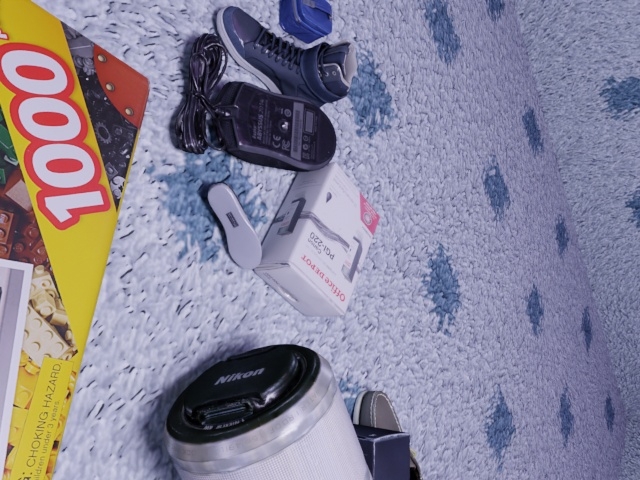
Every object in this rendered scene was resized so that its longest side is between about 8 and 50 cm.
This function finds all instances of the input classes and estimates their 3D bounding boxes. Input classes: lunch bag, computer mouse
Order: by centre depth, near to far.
[{"bbox_3d":[-0.097,-0.187,0.785,0.273,0.072,0.188,15,75,-34],"label":"computer mouse"},{"bbox_3d":[-0.019,-0.408,0.900,0.099,0.065,0.067,5,81,-48],"label":"lunch bag"}]

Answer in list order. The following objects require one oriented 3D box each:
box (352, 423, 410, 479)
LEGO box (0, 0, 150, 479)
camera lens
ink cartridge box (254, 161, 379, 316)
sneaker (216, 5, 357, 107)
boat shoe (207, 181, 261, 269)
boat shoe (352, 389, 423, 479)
[{"bbox_3d":[0.054,0.409,0.797,0.108,0.153,0.206,17,73,-47],"label":"box"},{"bbox_3d":[-0.359,0.027,0.299,0.373,0.193,0.499,29,55,-45],"label":"LEGO box"},{"bbox_3d":[-0.056,0.290,0.638,0.219,0.220,0.274,-34,110,-46],"label":"camera lens"},{"bbox_3d":[0.000,0.000,0.844,0.158,0.092,0.217,46,54,-34],"label":"ink cartridge box"},{"bbox_3d":[-0.041,-0.303,0.789,0.226,0.164,0.086,40,58,-37],"label":"sneaker"},{"bbox_3d":[-0.124,-0.024,0.740,0.040,0.049,0.142,-100,170,-68],"label":"boat shoe"},{"bbox_3d":[0.134,0.412,0.879,0.109,0.091,0.304,15,53,-37],"label":"boat shoe"}]
